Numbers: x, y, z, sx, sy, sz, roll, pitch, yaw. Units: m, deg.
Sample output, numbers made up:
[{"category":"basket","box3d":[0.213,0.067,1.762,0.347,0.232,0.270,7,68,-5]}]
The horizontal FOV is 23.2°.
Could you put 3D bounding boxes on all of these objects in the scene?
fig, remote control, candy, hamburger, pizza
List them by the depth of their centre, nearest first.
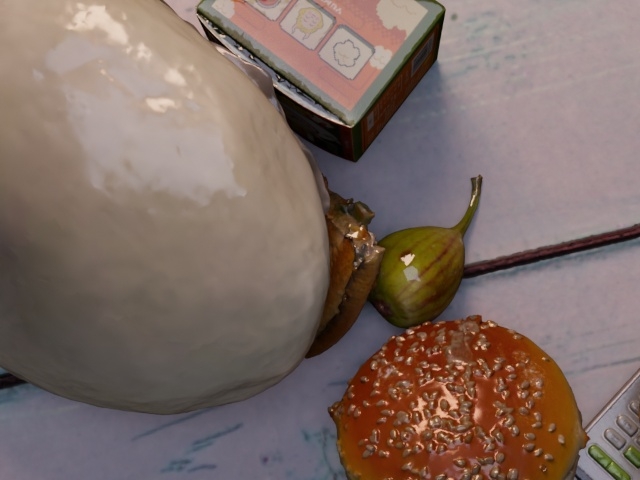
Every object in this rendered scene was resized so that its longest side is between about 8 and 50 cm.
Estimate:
[{"category":"candy","box3d":[-0.190,-0.019,1.356,0.427,0.186,0.386,30,120,6]},{"category":"hamburger","box3d":[0.126,0.177,1.397,0.237,0.147,0.237,-2,70,5]},{"category":"fig","box3d":[0.109,0.006,1.454,0.093,0.093,0.166,42,89,6]},{"category":"remote control","box3d":[0.294,0.199,1.454,0.103,0.034,0.250,44,88,6]},{"category":"pizza","box3d":[0.000,0.000,1.460,0.052,0.185,0.195,1,53,-31]}]

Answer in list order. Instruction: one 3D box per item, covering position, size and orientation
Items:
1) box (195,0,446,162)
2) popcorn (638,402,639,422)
[{"category":"box","box3d":[0.000,-0.185,1.426,0.177,0.195,0.148,37,87,5]},{"category":"popcorn","box3d":[0.427,0.209,1.339,0.265,0.225,0.332,-41,75,-8]}]
